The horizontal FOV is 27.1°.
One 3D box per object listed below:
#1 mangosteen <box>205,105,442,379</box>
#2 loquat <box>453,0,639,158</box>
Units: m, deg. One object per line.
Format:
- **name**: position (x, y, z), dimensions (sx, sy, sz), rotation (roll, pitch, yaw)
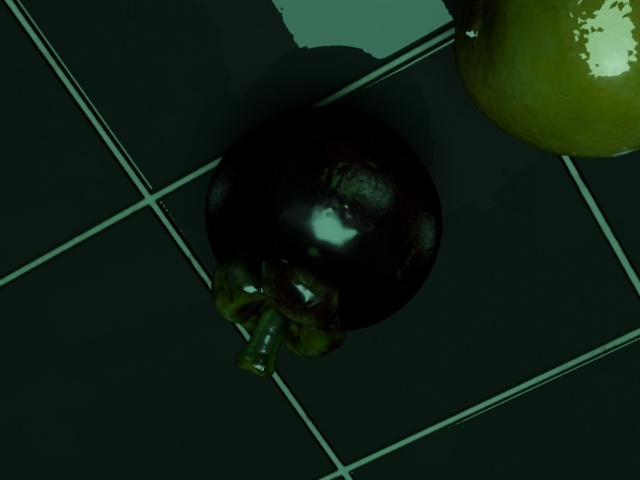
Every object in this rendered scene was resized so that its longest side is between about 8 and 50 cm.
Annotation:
- **mangosteen**: position (-0.002, -0.015, 1.597), dimensions (0.297, 0.313, 0.297), rotation (5, 113, 13)
- **loquat**: position (0.321, -0.243, 1.464), dimensions (0.359, 0.328, 0.328), rotation (14, 116, -16)
